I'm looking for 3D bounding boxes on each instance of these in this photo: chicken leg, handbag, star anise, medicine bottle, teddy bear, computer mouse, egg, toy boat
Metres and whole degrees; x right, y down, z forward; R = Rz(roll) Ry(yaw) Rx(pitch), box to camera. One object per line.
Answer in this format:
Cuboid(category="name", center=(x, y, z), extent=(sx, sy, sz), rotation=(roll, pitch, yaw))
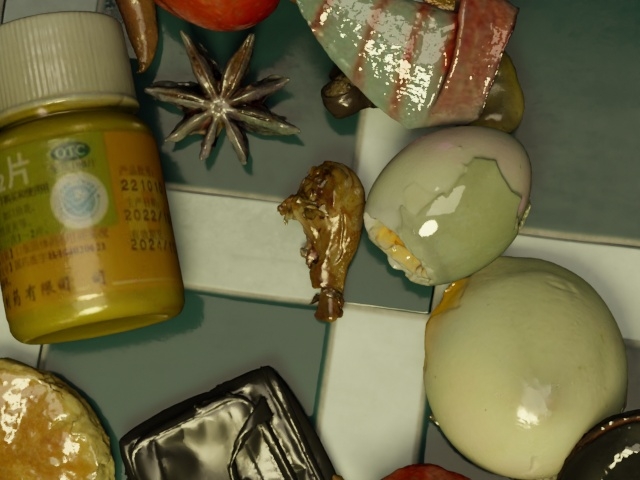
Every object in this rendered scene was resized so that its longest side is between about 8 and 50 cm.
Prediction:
Cuboid(category="chicken leg", center=(0.003, 0.000, 1.902), extent=(0.101, 0.085, 0.208), rotation=(3, 89, -32))
Cuboid(category="handbag", center=(-0.102, 0.320, 1.867), extent=(0.244, 0.088, 0.275), rotation=(-25, 81, -5))
Cuboid(category="star anise", center=(-0.128, -0.189, 1.938), extent=(0.204, 0.061, 0.181), rotation=(-3, 95, 7))
Cuboid(category="medicine bottle", center=(-0.307, -0.076, 1.850), extent=(0.224, 0.224, 0.384), rotation=(-10, 82, 1))
Cuboid(category="teddy bear", center=(0.072, -0.210, 1.931), extent=(0.160, 0.078, 0.119), rotation=(-38, 43, -13))
Cuboid(category="computer mouse", center=(0.357, 0.334, 1.764), extent=(0.183, 0.116, 0.323), rotation=(20, 113, -4))
Cuboid(category="egg", center=(0.264, 0.154, 1.828), extent=(0.264, 0.174, 0.286), rotation=(2, 79, -1))
Cuboid(category="egg", center=(0.169, -0.054, 1.855), extent=(0.217, 0.183, 0.183), rotation=(-43, 83, -14))
Cuboid(category="toy boat", center=(0.085, -0.257, 1.839), extent=(0.282, 0.096, 0.206), rotation=(20, 105, -6))

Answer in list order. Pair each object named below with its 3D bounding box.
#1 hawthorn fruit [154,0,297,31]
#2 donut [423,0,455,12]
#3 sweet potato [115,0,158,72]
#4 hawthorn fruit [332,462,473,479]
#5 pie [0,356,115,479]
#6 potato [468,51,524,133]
Cuboid(category="hawthorn fruit", center=(-0.102, -0.364, 1.889), extent=(0.271, 0.242, 0.242), rotation=(40, 86, -9))
Cuboid(category="donut", center=(0.178, -0.333, 1.960), extent=(0.067, 0.038, 0.083), rotation=(26, 80, 7))
Cuboid(category="sweet potato", center=(-0.258, -0.375, 1.968), extent=(0.072, 0.066, 0.314), rotation=(-5, 85, 8))
Cuboid(category="hawthorn fruit", center=(0.115, 0.365, 1.791), extent=(0.253, 0.205, 0.205), rotation=(31, 85, -2))
Cuboid(category="pie", center=(-0.424, 0.307, 1.878), extent=(0.339, 0.083, 0.340), rotation=(0, 80, 3))
Cuboid(category="potato", center=(0.213, -0.199, 1.924), extent=(0.091, 0.070, 0.138), rotation=(-14, 84, -6))
